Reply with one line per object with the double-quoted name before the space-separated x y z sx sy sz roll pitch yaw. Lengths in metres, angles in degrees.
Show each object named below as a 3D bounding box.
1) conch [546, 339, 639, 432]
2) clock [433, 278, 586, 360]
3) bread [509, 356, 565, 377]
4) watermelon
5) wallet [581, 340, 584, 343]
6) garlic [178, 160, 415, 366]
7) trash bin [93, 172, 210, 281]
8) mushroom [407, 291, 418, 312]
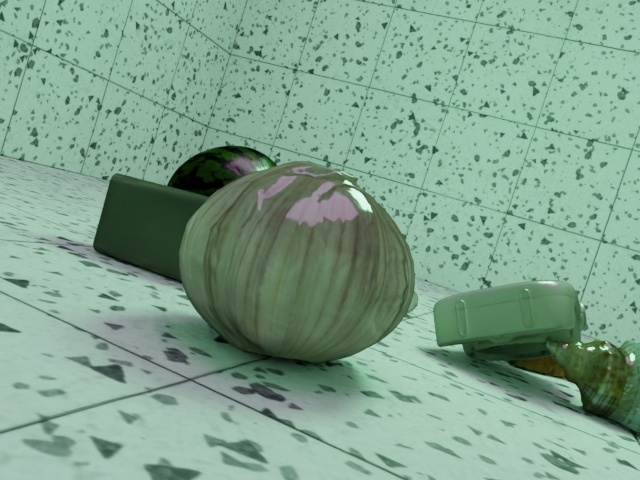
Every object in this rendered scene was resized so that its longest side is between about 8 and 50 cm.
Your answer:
"conch" 0.584 0.263 1.070 0.386 0.170 0.203 15 31 20
"clock" 0.400 0.173 1.241 0.265 0.109 0.324 -16 -25 30
"bread" 0.497 0.270 1.428 0.187 0.065 0.103 15 9 -23
"watermelon" -0.202 -0.075 1.383 0.285 0.285 0.285 18 3 -1
"wallet" 0.529 0.243 1.607 0.335 0.068 0.275 10 -20 33
"garlic" -0.021 0.028 0.811 0.317 0.260 0.317 17 7 -2
"trash bin" -0.276 -0.016 1.140 0.240 0.164 0.122 15 2 8
"mushroom" 0.212 0.154 1.715 0.092 0.081 0.223 38 -2 -6
